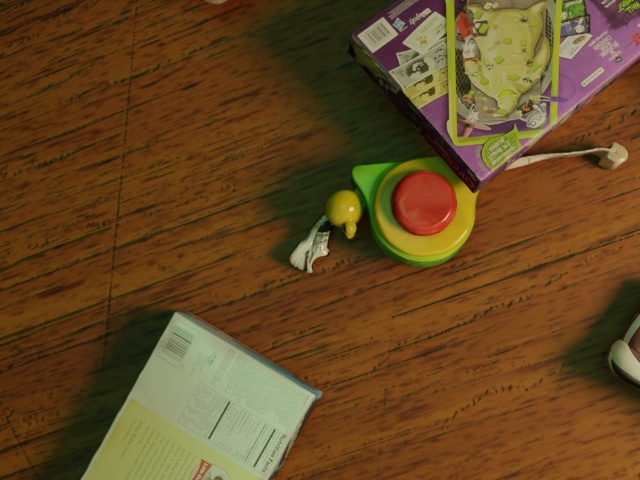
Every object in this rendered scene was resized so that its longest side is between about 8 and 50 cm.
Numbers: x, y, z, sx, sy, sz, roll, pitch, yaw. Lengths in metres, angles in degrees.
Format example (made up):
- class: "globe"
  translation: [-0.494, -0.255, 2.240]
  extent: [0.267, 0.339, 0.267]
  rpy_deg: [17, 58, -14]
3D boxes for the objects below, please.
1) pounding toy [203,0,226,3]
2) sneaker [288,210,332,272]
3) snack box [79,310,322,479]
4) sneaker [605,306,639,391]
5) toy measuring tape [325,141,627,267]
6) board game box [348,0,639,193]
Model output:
- class: "pounding toy"
  translation: [-0.159, -0.379, 1.196]
  extent: [0.269, 0.155, 0.154]
  rpy_deg: [39, 64, 8]
- class: "sneaker"
  translation: [0.000, 0.000, 1.165]
  extent: [0.037, 0.032, 0.083]
  rpy_deg: [37, 97, -4]
- class: "snack box"
  translation: [-0.157, 0.264, 1.149]
  extent: [0.187, 0.060, 0.322]
  rpy_deg: [30, 90, 11]
- class: "sneaker"
  translation: [0.452, 0.125, 1.043]
  extent: [0.281, 0.106, 0.162]
  rpy_deg: [26, 87, 11]
- class: "toy measuring tape"
  translation: [0.171, -0.034, 1.103]
  extent: [0.330, 0.121, 0.121]
  rpy_deg: [-6, 84, -1]
- class: "board game box"
  translation: [0.226, -0.232, 1.088]
  extent: [0.347, 0.056, 0.208]
  rpy_deg: [-37, 76, -13]
